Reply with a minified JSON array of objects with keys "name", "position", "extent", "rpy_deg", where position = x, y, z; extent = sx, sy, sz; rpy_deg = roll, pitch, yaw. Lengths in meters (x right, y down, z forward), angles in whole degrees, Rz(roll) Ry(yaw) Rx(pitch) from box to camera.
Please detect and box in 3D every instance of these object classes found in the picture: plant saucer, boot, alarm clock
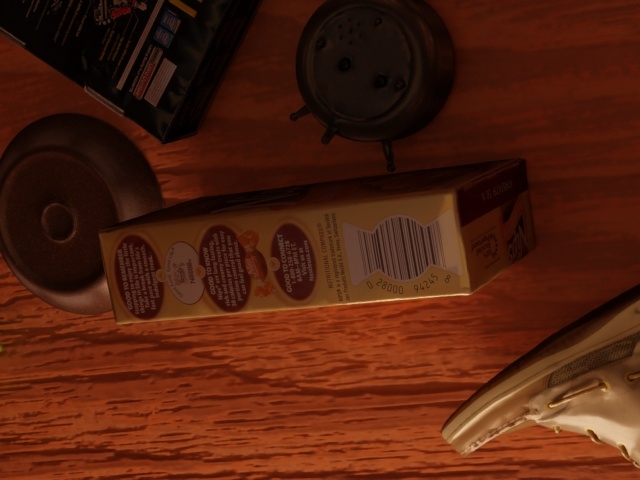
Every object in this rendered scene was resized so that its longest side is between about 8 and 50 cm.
[{"name":"plant saucer","position":[-0.243,-0.021,1.403],"extent":[0.198,0.036,0.199],"rpy_deg":[5,104,22]},{"name":"boot","position":[0.247,0.163,1.195],"extent":[0.262,0.095,0.203],"rpy_deg":[-34,87,22]},{"name":"alarm clock","position":[0.051,-0.165,1.226],"extent":[0.129,0.064,0.192],"rpy_deg":[28,102,19]}]

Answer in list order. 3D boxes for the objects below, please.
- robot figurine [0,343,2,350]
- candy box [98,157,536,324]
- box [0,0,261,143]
[{"name":"robot figurine","position":[-0.378,0.097,1.470],"extent":[0.115,0.067,0.101],"rpy_deg":[2,110,24]},{"name":"candy box","position":[0.000,0.000,1.217],"extent":[0.316,0.183,0.088],"rpy_deg":[-5,98,25]},{"name":"box","position":[-0.157,-0.288,1.287],"extent":[0.257,0.079,0.322],"rpy_deg":[33,112,13]}]
